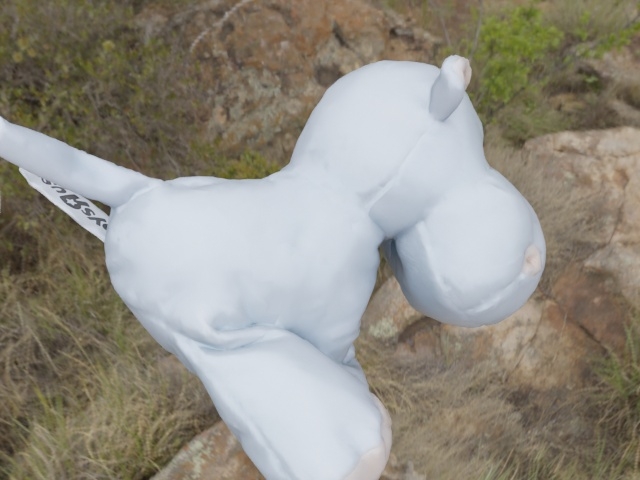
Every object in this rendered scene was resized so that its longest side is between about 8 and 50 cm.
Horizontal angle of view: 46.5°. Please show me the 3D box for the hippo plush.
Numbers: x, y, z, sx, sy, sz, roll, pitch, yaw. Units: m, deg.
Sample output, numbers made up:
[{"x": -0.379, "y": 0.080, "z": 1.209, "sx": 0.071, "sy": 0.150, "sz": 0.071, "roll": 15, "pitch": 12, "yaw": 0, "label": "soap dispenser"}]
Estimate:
[{"x": 0.000, "y": 0.000, "z": 0.481, "sx": 0.237, "sy": 0.234, "sz": 0.294, "roll": -39, "pitch": 94, "yaw": -12, "label": "hippo plush"}]
